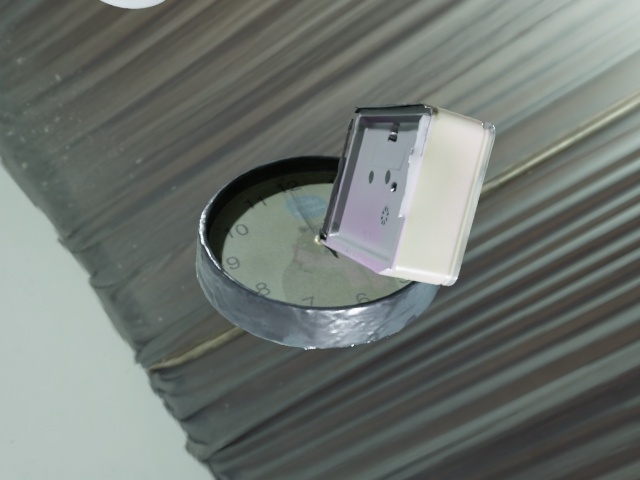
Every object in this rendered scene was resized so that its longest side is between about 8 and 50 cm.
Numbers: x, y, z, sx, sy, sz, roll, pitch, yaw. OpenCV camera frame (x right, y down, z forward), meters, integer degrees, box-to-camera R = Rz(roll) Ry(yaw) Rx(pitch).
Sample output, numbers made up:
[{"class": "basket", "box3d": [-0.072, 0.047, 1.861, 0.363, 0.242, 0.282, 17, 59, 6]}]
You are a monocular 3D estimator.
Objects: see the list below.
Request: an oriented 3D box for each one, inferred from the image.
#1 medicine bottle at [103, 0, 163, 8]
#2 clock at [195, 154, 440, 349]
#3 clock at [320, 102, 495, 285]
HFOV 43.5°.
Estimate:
[{"class": "medicine bottle", "box3d": [-0.096, -0.221, 0.381, 0.092, 0.061, 0.220, 55, -27, 18]}, {"class": "clock", "box3d": [0.000, 0.000, 0.894, 0.280, 0.281, 0.055, -101, -170, -48]}, {"class": "clock", "box3d": [0.070, -0.045, 0.732, 0.071, 0.146, 0.192, 13, 4, -17]}]
